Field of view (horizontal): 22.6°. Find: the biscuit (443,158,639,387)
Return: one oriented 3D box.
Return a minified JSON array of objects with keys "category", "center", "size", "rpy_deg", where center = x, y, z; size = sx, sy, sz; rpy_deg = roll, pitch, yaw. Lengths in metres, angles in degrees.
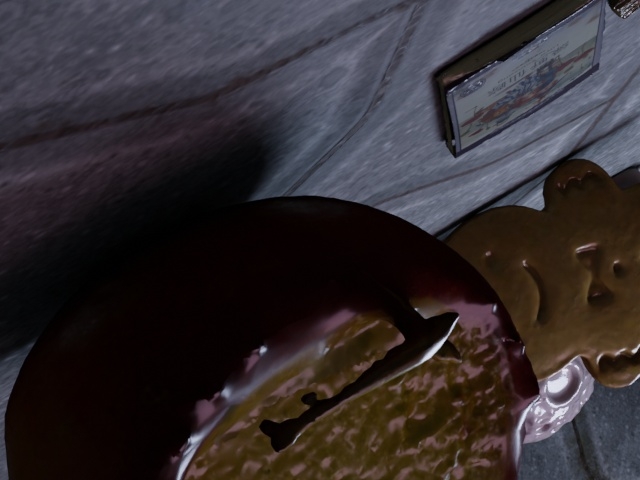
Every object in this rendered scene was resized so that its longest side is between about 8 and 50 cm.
[{"category":"biscuit","center":[0.294,0.045,1.874],"size":[0.354,0.275,0.052],"rpy_deg":[-12,-175,-10]}]

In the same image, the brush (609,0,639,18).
[{"category":"brush","center":[0.312,-0.240,1.323],"size":[0.170,0.014,0.043],"rpy_deg":[-36,166,12]}]

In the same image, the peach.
[{"category":"peach","center":[-0.056,0.138,1.209],"size":[0.406,0.310,0.335],"rpy_deg":[-41,132,-11]}]

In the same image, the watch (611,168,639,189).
[{"category":"watch","center":[0.410,0.057,2.221],"size":[0.253,0.241,0.162],"rpy_deg":[-30,167,-11]}]

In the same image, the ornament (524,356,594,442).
[{"category":"ornament","center":[0.218,0.136,2.018],"size":[0.225,0.259,0.259],"rpy_deg":[-3,152,-36]}]

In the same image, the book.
[{"category":"book","center":[0.172,-0.139,1.343],"size":[0.157,0.026,0.231],"rpy_deg":[-32,168,0]}]
